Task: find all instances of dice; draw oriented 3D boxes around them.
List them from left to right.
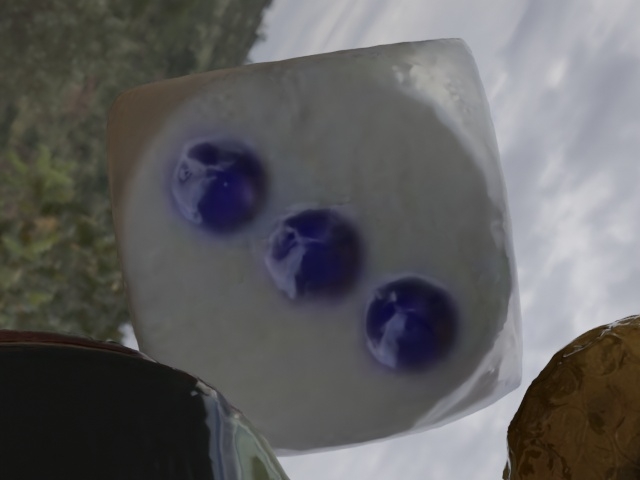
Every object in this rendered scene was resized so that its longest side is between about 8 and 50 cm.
[{"bbox_3d":[0.000,0.000,0.967,0.243,0.251,0.259,-77,158,-82],"label":"dice"}]

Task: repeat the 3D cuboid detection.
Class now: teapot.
[{"bbox_3d":[0.206,0.143,0.776,0.167,0.311,0.203,165,-88,-77],"label":"teapot"}]

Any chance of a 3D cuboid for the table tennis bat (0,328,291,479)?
[{"bbox_3d":[-0.039,0.102,0.339,0.022,0.301,0.173,143,-59,-80],"label":"table tennis bat"}]
